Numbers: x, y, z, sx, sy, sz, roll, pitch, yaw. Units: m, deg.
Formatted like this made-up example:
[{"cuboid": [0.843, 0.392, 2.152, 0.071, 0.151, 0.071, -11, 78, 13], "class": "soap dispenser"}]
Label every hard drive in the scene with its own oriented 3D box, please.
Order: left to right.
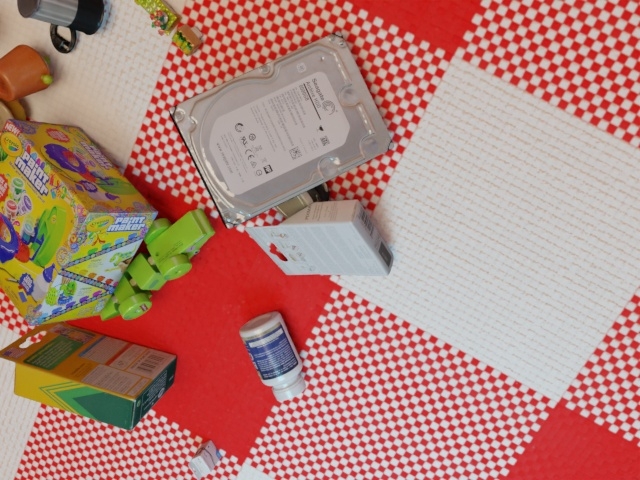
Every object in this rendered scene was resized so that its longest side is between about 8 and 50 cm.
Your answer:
[{"cuboid": [-0.066, -0.196, 1.275, 0.338, 0.064, 0.237, -26, 95, -10], "class": "hard drive"}]

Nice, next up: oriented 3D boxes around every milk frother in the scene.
[{"cuboid": [-0.511, -0.427, 1.364, 0.129, 0.134, 0.143, 38, 112, 34], "class": "milk frother"}]

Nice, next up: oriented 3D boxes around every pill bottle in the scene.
[{"cuboid": [-0.094, 0.242, 1.486, 0.094, 0.094, 0.170, -20, 101, 19], "class": "pill bottle"}]

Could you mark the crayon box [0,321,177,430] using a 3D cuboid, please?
[{"cuboid": [-0.501, 0.281, 1.543, 0.322, 0.203, 0.083, 15, 110, 10], "class": "crayon box"}]

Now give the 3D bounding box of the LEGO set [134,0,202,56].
[{"cuboid": [-0.318, -0.476, 1.316, 0.132, 0.107, 0.287, -6, 105, 16], "class": "LEGO set"}]

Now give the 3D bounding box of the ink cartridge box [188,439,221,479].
[{"cuboid": [-0.260, 0.494, 1.611, 0.028, 0.083, 0.048, -29, 98, 20], "class": "ink cartridge box"}]

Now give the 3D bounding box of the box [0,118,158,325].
[{"cuboid": [-0.523, -0.038, 1.419, 0.290, 0.177, 0.279, 43, 113, 23], "class": "box"}]

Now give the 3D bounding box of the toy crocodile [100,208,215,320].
[{"cuboid": [-0.350, 0.059, 1.494, 0.340, 0.105, 0.115, -42, 71, 16], "class": "toy crocodile"}]

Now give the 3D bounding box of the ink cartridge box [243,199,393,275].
[{"cuboid": [0.000, 0.000, 1.366, 0.232, 0.066, 0.189, 3, 149, 31], "class": "ink cartridge box"}]

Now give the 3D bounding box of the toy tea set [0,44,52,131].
[{"cuboid": [-0.677, -0.388, 1.452, 0.336, 0.124, 0.200, 50, 141, -7], "class": "toy tea set"}]

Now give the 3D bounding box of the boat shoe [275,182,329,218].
[{"cuboid": [-0.101, -0.169, 1.368, 0.114, 0.091, 0.303, -27, 101, 46], "class": "boat shoe"}]
